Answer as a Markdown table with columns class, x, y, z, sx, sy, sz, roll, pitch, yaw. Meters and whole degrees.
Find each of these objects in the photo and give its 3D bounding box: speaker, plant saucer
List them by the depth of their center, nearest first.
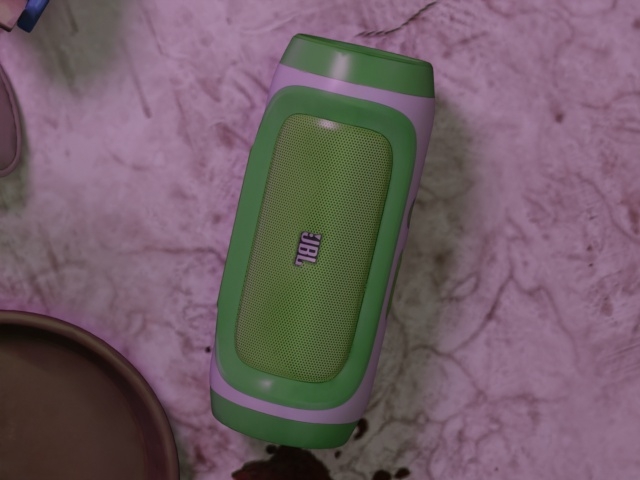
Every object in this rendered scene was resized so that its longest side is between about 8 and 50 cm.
| class | x | y | z | sx | sy | sz | roll | pitch | yaw |
| --- | --- | --- | --- | --- | --- | --- | --- | --- | --- |
| speaker | 0.000 | 0.000 | 1.288 | 0.131 | 0.131 | 0.296 | 11 | 99 | -9 |
| plant saucer | -0.249 | 0.186 | 1.332 | 0.278 | 0.041 | 0.278 | -1 | 101 | -7 |

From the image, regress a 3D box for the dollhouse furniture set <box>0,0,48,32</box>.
| class | x | y | z | sx | sy | sz | roll | pitch | yaw |
| --- | --- | --- | --- | --- | --- | --- | --- | --- | --- |
| dollhouse furniture set | -0.293 | -0.255 | 1.124 | 0.286 | 0.198 | 0.303 | 32 | 67 | -10 |

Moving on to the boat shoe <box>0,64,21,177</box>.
| class | x | y | z | sx | sy | sz | roll | pitch | yaw |
| --- | --- | --- | --- | --- | --- | --- | --- | --- | --- |
| boat shoe | -0.296 | -0.133 | 1.268 | 0.065 | 0.075 | 0.206 | -16 | 114 | 39 |
